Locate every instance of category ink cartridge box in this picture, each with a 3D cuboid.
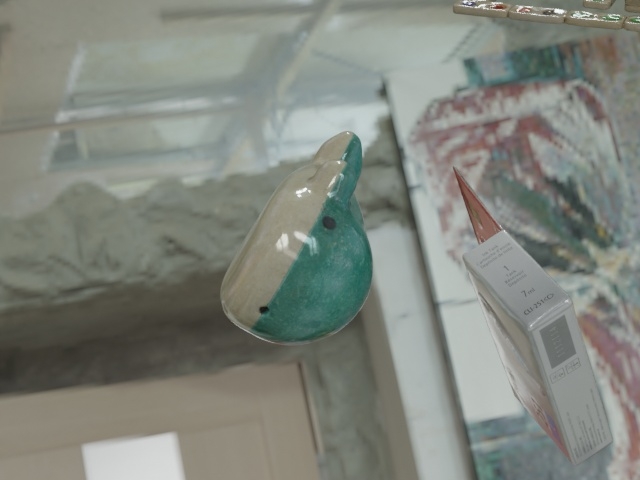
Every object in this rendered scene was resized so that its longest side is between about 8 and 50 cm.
[{"bbox_3d":[0.229,0.092,1.696,0.066,0.261,0.296,-32,-43,-6],"label":"ink cartridge box"}]

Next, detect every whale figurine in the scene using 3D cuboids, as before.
[{"bbox_3d":[0.000,0.000,1.540,0.141,0.272,0.216,31,-49,-3],"label":"whale figurine"}]

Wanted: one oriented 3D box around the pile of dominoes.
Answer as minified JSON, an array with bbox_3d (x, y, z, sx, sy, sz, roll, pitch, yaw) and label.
[{"bbox_3d":[0.284,-0.268,1.478,0.251,0.040,0.196,10,28,21],"label":"pile of dominoes"}]
